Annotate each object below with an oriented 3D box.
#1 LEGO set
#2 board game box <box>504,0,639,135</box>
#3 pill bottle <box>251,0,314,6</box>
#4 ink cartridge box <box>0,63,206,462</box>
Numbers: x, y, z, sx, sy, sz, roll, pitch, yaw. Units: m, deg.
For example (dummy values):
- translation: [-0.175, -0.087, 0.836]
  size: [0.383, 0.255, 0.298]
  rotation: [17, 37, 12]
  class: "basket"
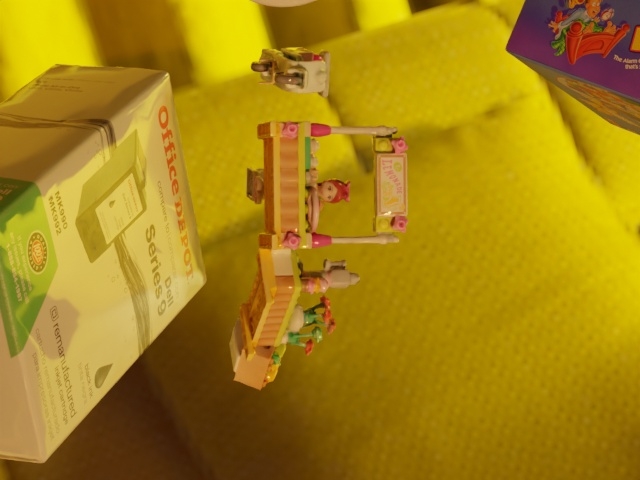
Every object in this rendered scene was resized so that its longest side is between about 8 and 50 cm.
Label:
- translation: [0.000, 0.000, 1.360]
  size: [0.107, 0.287, 0.132]
  rotation: [-1, 24, -14]
  class: "LEGO set"
- translation: [0.321, -0.123, 1.516]
  size: [0.233, 0.078, 0.347]
  rotation: [24, 3, 23]
  class: "board game box"
- translation: [-0.023, -0.221, 1.171]
  size: [0.108, 0.108, 0.180]
  rotation: [-16, 18, 6]
  class: "pill bottle"
- translation: [-0.216, 0.007, 1.434]
  size: [0.121, 0.211, 0.289]
  rotation: [5, 30, 23]
  class: "ink cartridge box"
